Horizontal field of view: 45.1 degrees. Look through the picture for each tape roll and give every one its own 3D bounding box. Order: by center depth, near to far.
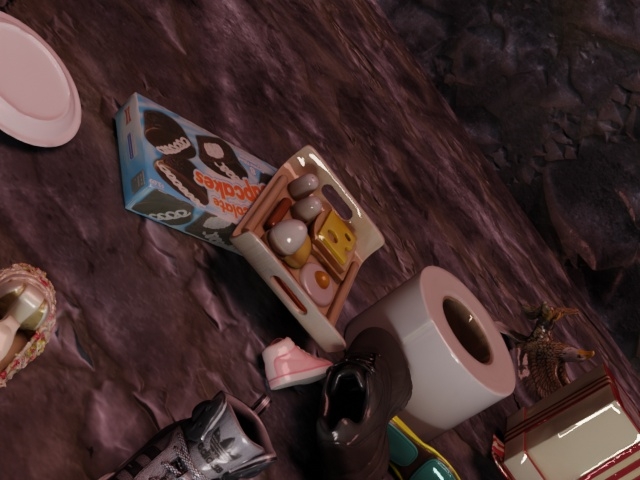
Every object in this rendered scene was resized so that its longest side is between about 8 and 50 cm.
[{"bbox_3d":[0.181,0.187,1.276,0.246,0.169,0.246,38,29,-26],"label":"tape roll"}]

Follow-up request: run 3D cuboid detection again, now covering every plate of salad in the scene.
[{"bbox_3d":[-0.390,-0.204,0.978,0.200,0.048,0.200,43,32,-36],"label":"plate of salad"}]

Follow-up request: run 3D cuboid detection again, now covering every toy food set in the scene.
[{"bbox_3d":[0.000,0.000,1.179,0.220,0.092,0.306,50,32,-14],"label":"toy food set"}]

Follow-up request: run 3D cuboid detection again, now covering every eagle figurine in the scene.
[{"bbox_3d":[0.524,0.291,1.747,0.226,0.225,0.298,3,79,-8],"label":"eagle figurine"}]

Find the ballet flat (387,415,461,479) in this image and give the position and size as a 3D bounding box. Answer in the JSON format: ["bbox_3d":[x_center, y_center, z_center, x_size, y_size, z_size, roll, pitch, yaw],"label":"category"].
[{"bbox_3d":[0.140,0.325,1.148,0.231,0.077,0.077,48,9,-5],"label":"ballet flat"}]

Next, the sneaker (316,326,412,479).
[{"bbox_3d":[0.059,0.202,1.057,0.286,0.109,0.130,-72,150,-56],"label":"sneaker"}]

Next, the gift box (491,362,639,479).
[{"bbox_3d":[0.457,0.394,1.358,0.255,0.258,0.276,56,18,7],"label":"gift box"}]

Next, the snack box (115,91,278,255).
[{"bbox_3d":[-0.160,-0.080,1.181,0.322,0.060,0.187,25,38,-44],"label":"snack box"}]

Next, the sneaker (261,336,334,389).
[{"bbox_3d":[-0.031,0.167,1.085,0.134,0.051,0.070,3,59,-53],"label":"sneaker"}]

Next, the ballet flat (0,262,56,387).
[{"bbox_3d":[-0.297,0.086,0.720,0.091,0.077,0.241,42,27,-18],"label":"ballet flat"}]

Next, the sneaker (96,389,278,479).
[{"bbox_3d":[-0.134,0.225,0.718,0.101,0.153,0.268,51,25,-2],"label":"sneaker"}]
